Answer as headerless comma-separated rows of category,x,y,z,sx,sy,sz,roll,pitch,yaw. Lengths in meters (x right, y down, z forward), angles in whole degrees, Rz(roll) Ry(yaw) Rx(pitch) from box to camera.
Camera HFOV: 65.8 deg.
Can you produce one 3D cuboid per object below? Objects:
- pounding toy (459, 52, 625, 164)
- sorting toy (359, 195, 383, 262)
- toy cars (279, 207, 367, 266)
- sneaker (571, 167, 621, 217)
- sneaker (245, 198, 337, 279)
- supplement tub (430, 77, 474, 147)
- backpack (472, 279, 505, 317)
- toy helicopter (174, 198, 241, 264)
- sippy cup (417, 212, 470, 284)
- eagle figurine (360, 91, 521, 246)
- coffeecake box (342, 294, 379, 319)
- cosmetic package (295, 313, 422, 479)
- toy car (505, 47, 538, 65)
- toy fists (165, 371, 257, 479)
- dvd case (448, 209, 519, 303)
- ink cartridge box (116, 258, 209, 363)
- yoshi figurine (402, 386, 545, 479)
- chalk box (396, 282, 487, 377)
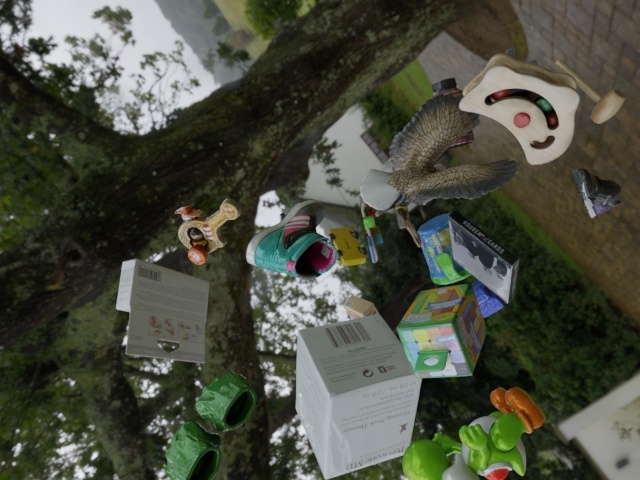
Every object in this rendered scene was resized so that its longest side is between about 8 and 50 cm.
pounding toy,0.407,-0.255,0.946,0.269,0.154,0.155,21,-138,6
sorting toy,0.168,-0.046,1.613,0.348,0.047,0.196,-84,-20,-74
toy cars,0.000,0.000,1.704,0.393,0.087,0.176,24,-140,26
sneaker,0.957,-0.185,1.703,0.283,0.124,0.107,32,-137,-48
sneaker,-0.026,-0.002,1.230,0.178,0.124,0.295,23,-140,24
supplement tub,0.387,-0.377,1.477,0.106,0.106,0.198,-25,-78,-77
backpack,0.572,0.186,1.726,0.101,0.098,0.120,43,-152,-27
toy helicopter,-0.457,-0.075,2.007,0.235,0.355,0.140,49,-145,-12
sippy cup,0.505,0.021,1.971,0.224,0.240,0.305,59,170,-12
eagle figurine,0.256,-0.163,1.126,0.226,0.298,0.225,35,-135,-14
coffeecake box,0.190,0.324,2.020,0.142,0.068,0.185,15,143,56
cosmetic package,0.115,0.527,1.719,0.327,0.329,0.394,-127,33,-54
toy car,0.573,-0.486,1.530,0.155,0.188,0.149,32,-160,11
toy fists,-0.263,0.448,1.184,0.142,0.279,0.096,11,154,47
dvd case,0.376,0.043,1.148,0.179,0.029,0.239,45,175,30
ink cartridge box,-0.453,0.216,1.441,0.296,0.066,0.261,30,-126,-54
yoshi figurine,0.337,0.484,1.175,0.203,0.362,0.203,56,166,-28
chalk box,0.258,0.205,1.064,0.213,0.132,0.132,-41,-68,-53
